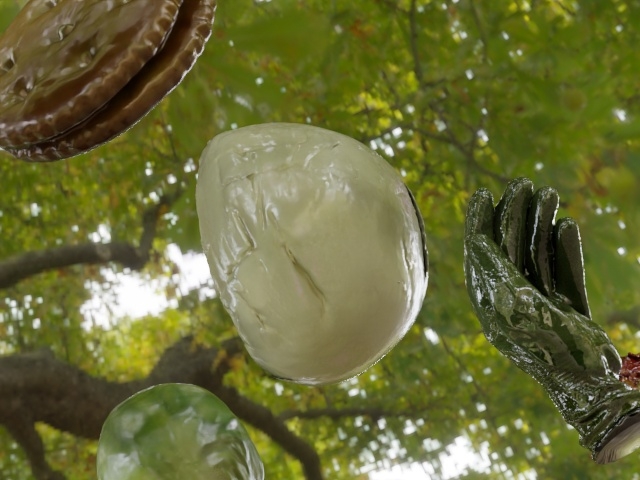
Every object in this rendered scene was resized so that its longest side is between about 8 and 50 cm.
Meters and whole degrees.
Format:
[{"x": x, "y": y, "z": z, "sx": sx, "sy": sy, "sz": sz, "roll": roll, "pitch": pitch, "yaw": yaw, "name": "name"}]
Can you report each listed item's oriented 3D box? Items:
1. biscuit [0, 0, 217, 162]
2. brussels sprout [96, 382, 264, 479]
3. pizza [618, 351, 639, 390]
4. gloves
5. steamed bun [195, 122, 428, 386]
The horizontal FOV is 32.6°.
[{"x": -0.183, "y": -0.150, "z": 0.867, "sx": 0.220, "sy": 0.220, "sz": 0.066, "roll": -32, "pitch": -50, "yaw": 13, "name": "biscuit"}, {"x": -0.110, "y": 0.185, "z": 0.886, "sx": 0.117, "sy": 0.155, "sz": 0.155, "roll": -50, "pitch": -47, "yaw": 10, "name": "brussels sprout"}, {"x": 0.365, "y": 0.178, "z": 1.306, "sx": 0.201, "sy": 0.193, "sz": 0.053, "roll": -33, "pitch": -84, "yaw": 19, "name": "pizza"}, {"x": 0.197, "y": 0.066, "z": 0.957, "sx": 0.107, "sy": 0.268, "sz": 0.135, "roll": -37, "pitch": -29, "yaw": 33, "name": "gloves"}, {"x": 0.000, "y": 0.000, "z": 0.514, "sx": 0.091, "sy": 0.130, "sz": 0.112, "roll": -21, "pitch": -25, "yaw": 20, "name": "steamed bun"}]
